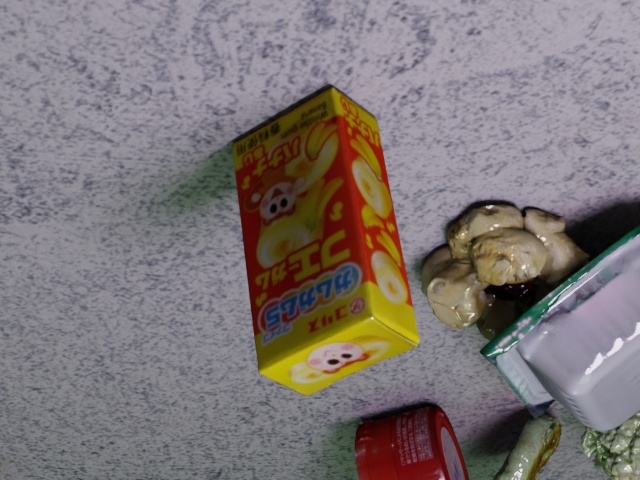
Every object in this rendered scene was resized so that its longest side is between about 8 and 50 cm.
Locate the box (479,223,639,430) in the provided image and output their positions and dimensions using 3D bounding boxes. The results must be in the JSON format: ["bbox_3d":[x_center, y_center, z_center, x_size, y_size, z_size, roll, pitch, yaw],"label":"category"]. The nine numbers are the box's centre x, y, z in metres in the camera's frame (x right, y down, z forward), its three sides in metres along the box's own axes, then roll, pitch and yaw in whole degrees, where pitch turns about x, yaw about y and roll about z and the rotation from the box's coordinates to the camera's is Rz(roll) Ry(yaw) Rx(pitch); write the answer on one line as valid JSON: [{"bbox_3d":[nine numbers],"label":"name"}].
[{"bbox_3d":[0.355,0.130,1.749,0.264,0.106,0.336,-38,151,4],"label":"box"}]

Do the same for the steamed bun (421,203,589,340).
[{"bbox_3d":[0.224,0.048,1.705,0.192,0.106,0.177,10,144,-29],"label":"steamed bun"}]

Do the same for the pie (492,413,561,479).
[{"bbox_3d":[0.288,0.357,2.113,0.054,0.240,0.240,25,151,17],"label":"pie"}]

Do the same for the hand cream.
[{"bbox_3d":[0.135,0.336,2.046,0.125,0.193,0.193,-17,146,14],"label":"hand cream"}]

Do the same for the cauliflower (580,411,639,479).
[{"bbox_3d":[0.488,0.311,2.007,0.239,0.315,0.256,-25,166,24],"label":"cauliflower"}]

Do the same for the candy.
[{"bbox_3d":[0.000,0.000,1.426,0.146,0.276,0.088,-26,144,27],"label":"candy"}]
